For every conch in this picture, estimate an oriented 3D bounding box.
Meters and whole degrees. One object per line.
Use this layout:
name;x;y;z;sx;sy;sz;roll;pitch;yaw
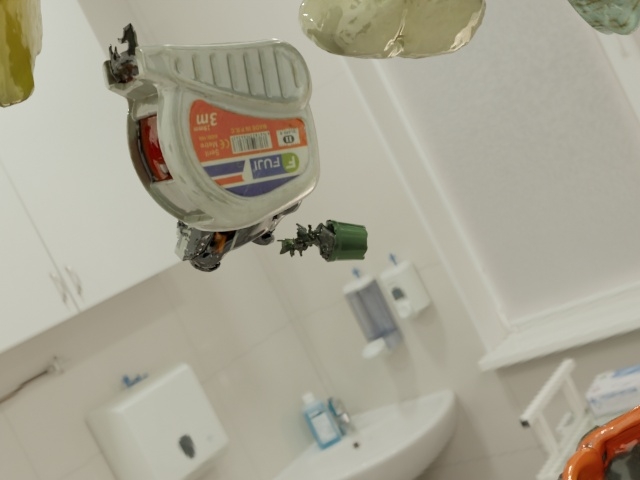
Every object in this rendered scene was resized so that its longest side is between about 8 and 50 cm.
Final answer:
conch;0.411;-0.379;1.162;0.386;0.203;0.169;3;0;-40

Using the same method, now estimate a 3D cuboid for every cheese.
cheese;0.103;-0.333;1.180;0.173;0.247;0.251;28;84;46

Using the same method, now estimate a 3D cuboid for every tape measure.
tape measure;-0.131;-0.146;1.103;0.258;0.265;0.130;-15;8;-42

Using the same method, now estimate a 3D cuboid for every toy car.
toy car;-0.152;-0.058;1.661;0.301;0.118;0.193;-30;-26;-41

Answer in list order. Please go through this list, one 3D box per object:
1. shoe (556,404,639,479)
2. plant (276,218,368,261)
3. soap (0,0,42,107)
shoe;0.240;0.196;0.610;0.170;0.132;0.337;0;-45;-21
plant;0.000;0.000;0.946;0.102;0.051;0.051;3;-5;-14
soap;-0.356;-0.369;0.859;0.115;0.428;0.306;0;23;-6
